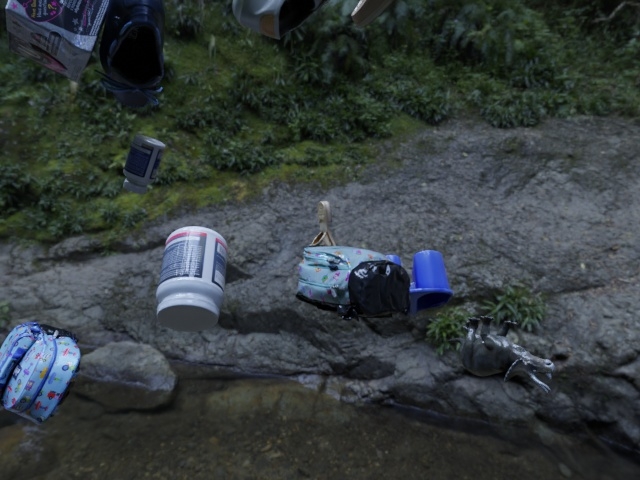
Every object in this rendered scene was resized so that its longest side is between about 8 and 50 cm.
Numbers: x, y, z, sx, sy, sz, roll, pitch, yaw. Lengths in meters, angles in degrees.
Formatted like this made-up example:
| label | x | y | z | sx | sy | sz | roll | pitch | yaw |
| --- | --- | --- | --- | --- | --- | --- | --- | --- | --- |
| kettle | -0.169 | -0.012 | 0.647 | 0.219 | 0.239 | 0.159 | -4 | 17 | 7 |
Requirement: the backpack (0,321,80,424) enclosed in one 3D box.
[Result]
| label | x | y | z | sx | sy | sz | roll | pitch | yaw |
| --- | --- | --- | --- | --- | --- | --- | --- | --- | --- |
| backpack | -0.518 | 0.242 | 0.764 | 0.117 | 0.158 | 0.173 | 35 | -16 | -37 |

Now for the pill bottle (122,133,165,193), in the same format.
| label | x | y | z | sx | sy | sz | roll | pitch | yaw |
| --- | --- | --- | --- | --- | --- | --- | --- | --- | --- |
| pill bottle | -0.393 | -0.167 | 0.927 | 0.067 | 0.120 | 0.067 | 23 | 12 | -5 |

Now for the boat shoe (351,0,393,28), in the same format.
| label | x | y | z | sx | sy | sz | roll | pitch | yaw |
| --- | --- | --- | --- | --- | --- | --- | --- | --- | --- |
| boat shoe | 0.180 | -0.723 | 1.085 | 0.110 | 0.341 | 0.122 | 28 | 28 | -25 |

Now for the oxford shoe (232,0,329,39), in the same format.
| label | x | y | z | sx | sy | sz | roll | pitch | yaw |
| --- | --- | --- | --- | --- | --- | --- | --- | --- | --- |
| oxford shoe | 0.000 | -0.616 | 0.949 | 0.130 | 0.449 | 0.169 | 43 | -8 | 5 |

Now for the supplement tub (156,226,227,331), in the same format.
| label | x | y | z | sx | sy | sz | roll | pitch | yaw |
| --- | --- | --- | --- | --- | --- | --- | --- | --- | --- |
| supplement tub | -0.381 | 0.113 | 1.255 | 0.191 | 0.191 | 0.272 | 3 | 52 | -10 |

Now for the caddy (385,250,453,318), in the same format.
| label | x | y | z | sx | sy | sz | roll | pitch | yaw |
| --- | --- | --- | --- | --- | --- | --- | --- | --- | --- |
| caddy | 0.285 | 0.159 | 1.331 | 0.241 | 0.179 | 0.341 | -7 | -19 | 9 |

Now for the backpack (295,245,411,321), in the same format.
| label | x | y | z | sx | sy | sz | roll | pitch | yaw |
| --- | --- | --- | --- | --- | --- | --- | --- | --- | --- |
| backpack | 0.044 | 0.067 | 0.702 | 0.152 | 0.115 | 0.182 | 13 | -5 | -44 |

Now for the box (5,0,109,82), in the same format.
| label | x | y | z | sx | sy | sz | roll | pitch | yaw |
| --- | --- | --- | --- | --- | --- | --- | --- | --- | --- |
| box | -0.515 | -0.441 | 0.829 | 0.142 | 0.163 | 0.247 | 22 | -8 | -34 |

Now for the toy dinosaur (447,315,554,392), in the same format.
| label | x | y | z | sx | sy | sz | roll | pitch | yaw |
| --- | --- | --- | --- | --- | --- | --- | --- | --- | --- |
| toy dinosaur | 0.417 | 0.283 | 1.075 | 0.121 | 0.160 | 0.313 | 18 | -19 | -29 |

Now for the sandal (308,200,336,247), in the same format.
| label | x | y | z | sx | sy | sz | roll | pitch | yaw |
| --- | --- | --- | --- | --- | --- | --- | --- | --- | --- |
| sandal | -0.002 | 0.001 | 1.293 | 0.079 | 0.240 | 0.088 | -7 | -2 | -21 |

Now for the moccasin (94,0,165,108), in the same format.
| label | x | y | z | sx | sy | sz | roll | pitch | yaw |
| --- | --- | --- | --- | --- | --- | --- | --- | --- | --- |
| moccasin | -0.381 | -0.357 | 0.834 | 0.137 | 0.117 | 0.342 | -4 | -15 | -22 |
